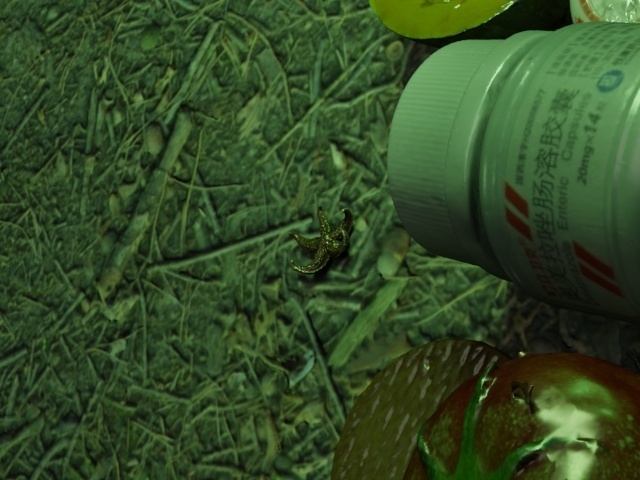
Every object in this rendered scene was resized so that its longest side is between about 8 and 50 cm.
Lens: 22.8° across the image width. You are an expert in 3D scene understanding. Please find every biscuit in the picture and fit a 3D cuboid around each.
[{"bbox_3d":[0.113,0.220,1.474,0.262,0.037,0.262,-17,64,38],"label":"biscuit"}]

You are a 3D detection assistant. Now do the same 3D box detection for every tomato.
[{"bbox_3d":[0.200,0.239,1.222,0.303,0.239,0.304,-45,37,49],"label":"tomato"}]

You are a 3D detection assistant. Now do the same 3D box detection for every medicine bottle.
[{"bbox_3d":[0.230,-0.061,1.329,0.306,0.245,0.245,12,82,47],"label":"medicine bottle"}]

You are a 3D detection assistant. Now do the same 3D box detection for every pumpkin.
[{"bbox_3d":[0.169,-0.263,1.584,0.217,0.110,0.217,-25,46,29],"label":"pumpkin"}]

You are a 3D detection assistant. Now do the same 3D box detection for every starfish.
[{"bbox_3d":[0.000,0.000,1.681,0.091,0.028,0.078,4,70,47],"label":"starfish"}]

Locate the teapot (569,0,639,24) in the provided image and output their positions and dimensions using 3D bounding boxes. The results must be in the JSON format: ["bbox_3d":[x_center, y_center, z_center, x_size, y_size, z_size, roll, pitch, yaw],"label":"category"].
[{"bbox_3d":[0.306,-0.223,1.422,0.159,0.116,0.245,-46,44,4],"label":"teapot"}]

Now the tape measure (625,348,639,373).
[{"bbox_3d":[0.392,0.111,1.229,0.330,0.084,0.164,24,90,53],"label":"tape measure"}]
